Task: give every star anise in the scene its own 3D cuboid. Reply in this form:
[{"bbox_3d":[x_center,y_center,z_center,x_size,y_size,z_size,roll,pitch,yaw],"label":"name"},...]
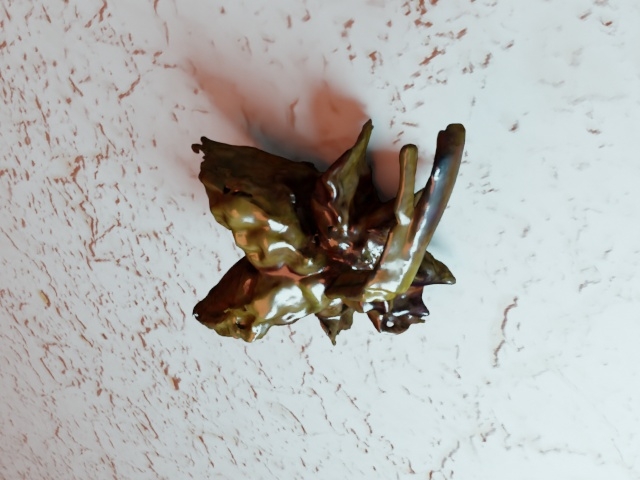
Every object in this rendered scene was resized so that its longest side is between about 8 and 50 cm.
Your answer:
[{"bbox_3d":[0.007,-0.008,0.710,0.237,0.148,0.346,47,148,-10],"label":"star anise"}]
